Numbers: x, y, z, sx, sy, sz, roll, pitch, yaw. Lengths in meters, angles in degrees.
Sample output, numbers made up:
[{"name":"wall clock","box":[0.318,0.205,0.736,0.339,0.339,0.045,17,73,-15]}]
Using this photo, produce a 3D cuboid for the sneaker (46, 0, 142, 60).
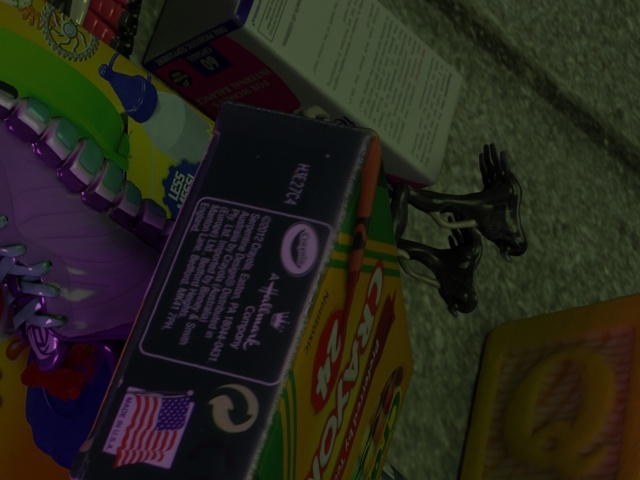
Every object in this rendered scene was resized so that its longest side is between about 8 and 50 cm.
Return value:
[{"name":"sneaker","box":[-0.164,-0.217,0.938,0.112,0.121,0.299,12,47,-6]}]

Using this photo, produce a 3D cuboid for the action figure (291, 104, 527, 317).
[{"name":"action figure","box":[0.000,0.000,0.996,0.276,0.164,0.141,-8,56,-26]}]

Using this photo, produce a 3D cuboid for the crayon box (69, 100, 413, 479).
[{"name":"crayon box","box":[-0.019,0.101,0.739,0.318,0.081,0.202,77,29,-60]}]

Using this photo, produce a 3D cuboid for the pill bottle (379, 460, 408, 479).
[{"name":"pill bottle","box":[-0.006,0.178,0.976,0.180,0.108,0.108,45,50,-25]}]

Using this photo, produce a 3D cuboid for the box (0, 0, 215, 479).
[{"name":"box","box":[-0.207,0.031,0.782,0.279,0.177,0.289,34,55,-31]}]

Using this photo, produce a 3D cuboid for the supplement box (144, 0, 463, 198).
[{"name":"supplement box","box":[-0.008,-0.131,1.071,0.220,0.111,0.114,35,55,-31]}]

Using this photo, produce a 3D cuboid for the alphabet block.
[{"name":"alphabet block","box":[0.258,0.179,1.171,0.197,0.193,0.192,36,53,-31]}]

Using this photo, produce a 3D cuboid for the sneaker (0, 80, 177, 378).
[{"name":"sneaker","box":[-0.137,0.003,0.676,0.224,0.083,0.098,36,59,-31]}]
